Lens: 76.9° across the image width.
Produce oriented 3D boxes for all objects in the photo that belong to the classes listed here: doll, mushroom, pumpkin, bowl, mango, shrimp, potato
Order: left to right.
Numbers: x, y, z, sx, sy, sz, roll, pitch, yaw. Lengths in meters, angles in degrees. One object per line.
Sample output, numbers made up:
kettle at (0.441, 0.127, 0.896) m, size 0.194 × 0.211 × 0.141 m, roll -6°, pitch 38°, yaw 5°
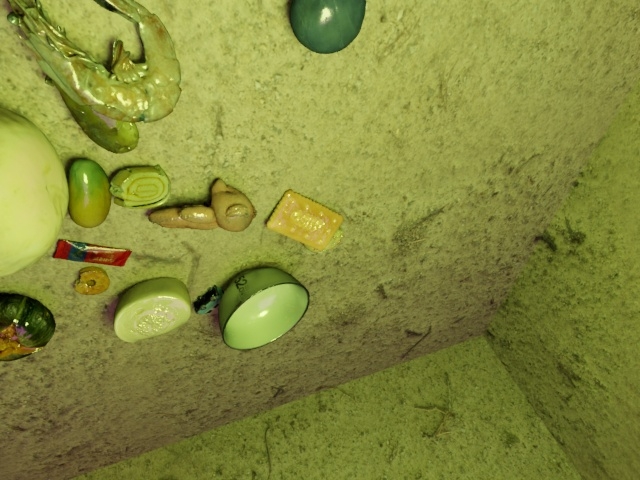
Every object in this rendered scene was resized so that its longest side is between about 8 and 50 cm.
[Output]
mushroom at (-0.697, -0.087, 0.841) m, size 0.353 × 0.352 × 0.325 m, roll -37°, pitch 161°, yaw 14°
pumpkin at (-0.949, 0.260, 1.233) m, size 0.238 × 0.159 × 0.237 m, roll -8°, pitch 128°, yaw -10°
mango at (-0.589, -0.120, 1.023) m, size 0.092 × 0.130 × 0.194 m, roll 13°, pitch 136°, yaw -5°
potato at (-0.501, -0.290, 0.907) m, size 0.118 × 0.090 × 0.225 m, roll -14°, pitch 138°, yaw 15°
shrimp at (-0.439, -0.390, 0.802) m, size 0.360 × 0.085 × 0.246 m, roll 34°, pitch 82°, yaw -40°
doll at (-0.345, -0.102, 1.192) m, size 0.304 × 0.155 × 0.201 m, roll 0°, pitch 179°, yaw -2°
bowl at (-0.236, 0.229, 1.529) m, size 0.354 × 0.185 × 0.353 m, roll -23°, pitch 141°, yaw -20°
doll at (0.007, -0.541, 0.869) m, size 0.228 × 0.153 × 0.258 m, roll -28°, pitch 148°, yaw -2°

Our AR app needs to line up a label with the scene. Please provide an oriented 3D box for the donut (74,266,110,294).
donut at (-0.728, 0.127, 1.291) m, size 0.097 × 0.043 × 0.108 m, roll 22°, pitch 121°, yaw -42°

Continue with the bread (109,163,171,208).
bread at (-0.481, -0.143, 1.079) m, size 0.156 × 0.064 × 0.117 m, roll -12°, pitch 132°, yaw -47°

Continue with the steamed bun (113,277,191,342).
steamed bun at (-0.572, 0.218, 1.362) m, size 0.251 × 0.200 × 0.154 m, roll -18°, pitch 116°, yaw -14°

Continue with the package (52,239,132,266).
package at (-0.692, 0.042, 1.232) m, size 0.201 × 0.022 × 0.083 m, roll 12°, pitch 128°, yaw -39°

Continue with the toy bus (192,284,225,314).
toy bus at (-0.425, 0.234, 1.558) m, size 0.123 × 0.060 × 0.075 m, roll -39°, pitch 142°, yaw 13°

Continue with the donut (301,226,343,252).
donut at (0.002, 0.003, 1.518) m, size 0.166 × 0.065 × 0.108 m, roll -7°, pitch 138°, yaw -21°

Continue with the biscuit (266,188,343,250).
biscuit at (-0.049, -0.063, 1.393) m, size 0.250 × 0.030 × 0.160 m, roll 25°, pitch 106°, yaw -32°
